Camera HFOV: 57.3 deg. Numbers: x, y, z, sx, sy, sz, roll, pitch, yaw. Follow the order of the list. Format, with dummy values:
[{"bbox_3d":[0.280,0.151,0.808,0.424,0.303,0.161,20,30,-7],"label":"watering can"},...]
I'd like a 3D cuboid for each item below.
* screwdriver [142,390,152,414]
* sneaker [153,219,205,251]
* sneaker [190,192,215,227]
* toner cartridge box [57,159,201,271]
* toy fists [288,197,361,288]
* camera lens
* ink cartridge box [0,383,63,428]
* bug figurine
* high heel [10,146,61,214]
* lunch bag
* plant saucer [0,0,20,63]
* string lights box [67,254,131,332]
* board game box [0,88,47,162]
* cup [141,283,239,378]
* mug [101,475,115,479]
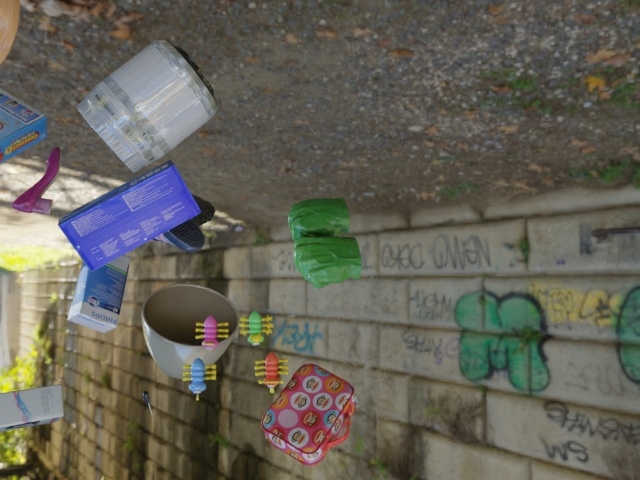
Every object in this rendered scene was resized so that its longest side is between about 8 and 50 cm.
[{"bbox_3d":[-0.634,0.608,2.168,0.025,0.169,0.024,29,-130,28],"label":"screwdriver"},{"bbox_3d":[-0.514,-0.036,1.926,0.319,0.131,0.112,35,-144,17],"label":"sneaker"},{"bbox_3d":[-0.474,-0.110,2.288,0.130,0.109,0.286,14,-156,-18],"label":"sneaker"},{"bbox_3d":[-0.532,-0.072,1.648,0.348,0.165,0.075,-29,-153,-9],"label":"toner cartridge box"},{"bbox_3d":[0.000,0.000,1.356,0.142,0.279,0.096,0,132,-10],"label":"toy fists"},{"bbox_3d":[-0.404,-0.323,1.400,0.274,0.219,0.219,-41,180,-7],"label":"camera lens"},{"bbox_3d":[-0.653,0.366,1.262,0.175,0.072,0.127,-3,160,-30],"label":"ink cartridge box"},{"bbox_3d":[-0.225,0.297,1.525,0.279,0.216,0.072,-4,169,-4],"label":"bug figurine"},{"bbox_3d":[-0.916,-0.202,1.897,0.117,0.243,0.082,12,164,-24],"label":"high heel"},{"bbox_3d":[-0.018,0.563,1.891,0.258,0.293,0.120,22,142,28],"label":"lunch bag"},{"bbox_3d":[-0.594,-0.392,1.015,0.200,0.199,0.037,-2,178,32],"label":"plant saucer"},{"bbox_3d":[-0.704,0.149,1.876,0.077,0.259,0.133,-24,140,33],"label":"string lights box"},{"bbox_3d":[-1.005,-0.332,1.650,0.308,0.302,0.086,31,134,7],"label":"board game box"},{"bbox_3d":[-0.472,0.344,2.063,0.331,0.236,0.331,14,-150,-8],"label":"cup"},{"bbox_3d":[-0.531,0.641,1.487,0.062,0.078,0.064,-17,143,35],"label":"mug"}]
